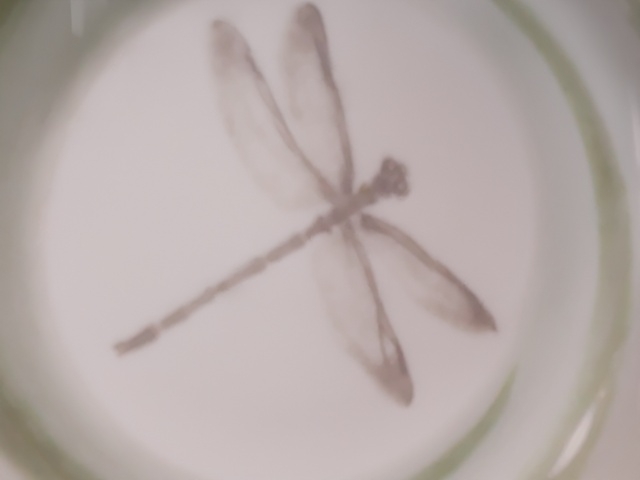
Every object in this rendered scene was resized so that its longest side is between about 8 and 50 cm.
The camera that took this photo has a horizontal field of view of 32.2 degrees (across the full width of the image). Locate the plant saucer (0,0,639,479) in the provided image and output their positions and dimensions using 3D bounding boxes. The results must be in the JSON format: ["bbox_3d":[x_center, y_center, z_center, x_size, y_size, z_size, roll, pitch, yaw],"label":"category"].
[{"bbox_3d":[0.000,0.000,0.387,0.401,0.100,0.400,-2,97,-20],"label":"plant saucer"}]
